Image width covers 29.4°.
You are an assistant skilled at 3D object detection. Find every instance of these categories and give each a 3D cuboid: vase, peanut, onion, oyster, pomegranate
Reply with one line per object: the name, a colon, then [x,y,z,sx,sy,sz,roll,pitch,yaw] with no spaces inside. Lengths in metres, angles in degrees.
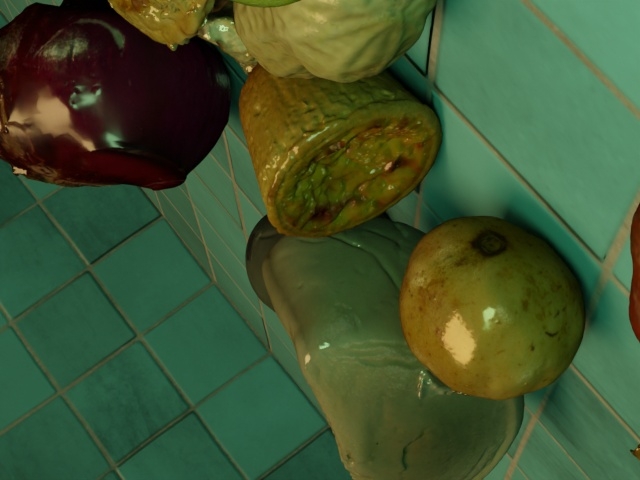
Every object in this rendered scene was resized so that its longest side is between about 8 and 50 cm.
vase: [0.000,0.000,1.705,0.301,0.156,0.251,161,99,-71]
peanut: [0.007,-0.211,1.062,0.152,0.152,0.313,57,162,-13]
onion: [-0.311,-0.281,1.813,0.398,0.420,0.398,9,173,1]
oyster: [-0.105,-0.279,1.353,0.271,0.100,0.275,48,-160,22]
pomegranate: [0.163,0.075,1.191,0.196,0.196,0.196,51,167,17]

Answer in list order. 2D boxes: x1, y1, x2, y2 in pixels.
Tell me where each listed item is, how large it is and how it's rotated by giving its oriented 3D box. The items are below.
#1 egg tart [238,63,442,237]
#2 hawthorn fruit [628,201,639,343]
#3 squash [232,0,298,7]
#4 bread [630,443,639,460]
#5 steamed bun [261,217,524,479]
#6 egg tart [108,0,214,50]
egg tart: [0.012,-0.116,1.266,0.202,0.202,0.147,75,169,-57]
hawthorn fruit: [0.275,0.017,0.664,0.202,0.185,0.185,-1,125,56]
squash: [-0.062,-0.242,0.832,0.247,0.132,0.132,49,167,45]
bread: [0.327,0.133,0.855,0.129,0.134,0.260,42,170,8]
steamed bun: [0.105,0.130,1.410,0.247,0.236,0.383,-109,-6,-47]
egg tart: [-0.141,-0.354,1.148,0.352,0.150,0.352,38,136,50]
